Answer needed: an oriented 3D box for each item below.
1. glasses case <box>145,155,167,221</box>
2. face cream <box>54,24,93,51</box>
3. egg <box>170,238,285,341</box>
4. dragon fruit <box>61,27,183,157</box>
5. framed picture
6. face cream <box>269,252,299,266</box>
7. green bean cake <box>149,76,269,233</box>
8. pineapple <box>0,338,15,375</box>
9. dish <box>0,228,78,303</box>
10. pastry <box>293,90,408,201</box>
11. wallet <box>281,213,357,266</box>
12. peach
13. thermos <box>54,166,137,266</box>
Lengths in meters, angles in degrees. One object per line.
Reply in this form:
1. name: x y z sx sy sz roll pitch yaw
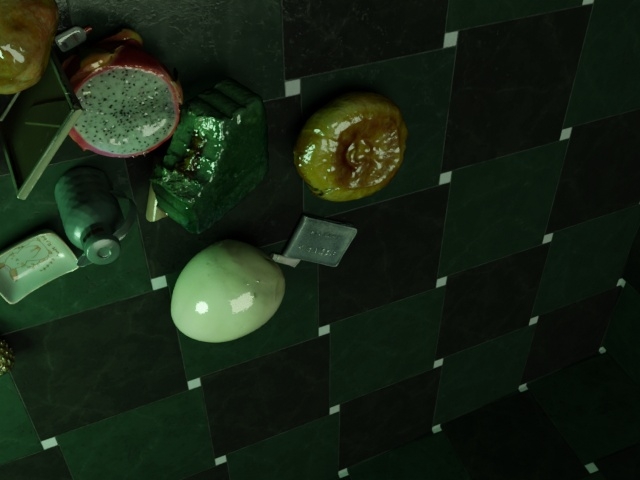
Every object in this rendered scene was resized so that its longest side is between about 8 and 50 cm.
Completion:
1. glasses case: -0.402 -0.132 1.862 0.103 0.070 0.193 -3 127 -30
2. face cream: -0.549 -0.456 1.544 0.083 0.021 0.040 -30 135 -6
3. egg: -0.279 0.155 2.024 0.345 0.283 0.283 -38 135 5
4. dragon fruit: -0.467 -0.335 1.590 0.291 0.189 0.290 -14 138 -13
5. framed picture: -0.603 -0.261 1.464 0.024 0.315 0.232 25 111 -44
6. face cream: -0.114 0.062 2.228 0.115 0.020 0.038 16 121 -42
7. green bean cake: -0.278 -0.214 1.723 0.300 0.169 0.307 -42 155 -30
8. pineapple: -0.916 0.287 1.891 0.108 0.108 0.197 -22 121 -14
9. dish: -0.757 0.053 1.799 0.213 0.077 0.151 -30 137 -6
10. pastry: 0.087 -0.268 1.984 0.356 0.163 0.355 -12 130 -15
11. wallet: 0.001 0.001 2.234 0.222 0.036 0.167 12 118 -37
12. peach: -0.632 -0.420 1.395 0.214 0.214 0.235 33 97 -43
13. thermos: -0.540 -0.061 1.686 0.182 0.286 0.145 -37 136 -1
